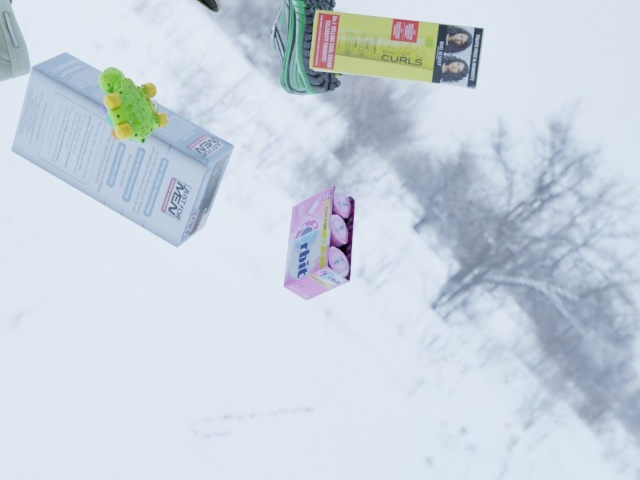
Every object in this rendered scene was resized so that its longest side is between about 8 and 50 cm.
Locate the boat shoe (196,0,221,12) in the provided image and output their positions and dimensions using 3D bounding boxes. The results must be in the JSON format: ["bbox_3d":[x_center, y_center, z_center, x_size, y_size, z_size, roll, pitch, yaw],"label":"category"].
[{"bbox_3d":[-0.222,-0.450,1.998,0.153,0.056,0.048,31,42,-63],"label":"boat shoe"}]

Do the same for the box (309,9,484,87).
[{"bbox_3d":[0.105,-0.264,1.563,0.232,0.087,0.058,9,7,7],"label":"box"}]

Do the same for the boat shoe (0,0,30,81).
[{"bbox_3d":[-0.480,-0.335,1.584,0.109,0.094,0.302,-55,-131,53],"label":"boat shoe"}]

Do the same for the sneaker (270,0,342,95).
[{"bbox_3d":[-0.055,-0.473,2.397,0.134,0.146,0.344,3,81,-52],"label":"sneaker"}]

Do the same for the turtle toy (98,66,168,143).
[{"bbox_3d":[-0.302,-0.210,1.761,0.066,0.095,0.130,-17,-85,49],"label":"turtle toy"}]

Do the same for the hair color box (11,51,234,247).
[{"bbox_3d":[-0.363,-0.168,2.066,0.374,0.185,0.113,30,32,10],"label":"hair color box"}]

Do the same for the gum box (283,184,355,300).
[{"bbox_3d":[0.000,0.000,2.023,0.062,0.107,0.188,33,46,-35],"label":"gum box"}]
